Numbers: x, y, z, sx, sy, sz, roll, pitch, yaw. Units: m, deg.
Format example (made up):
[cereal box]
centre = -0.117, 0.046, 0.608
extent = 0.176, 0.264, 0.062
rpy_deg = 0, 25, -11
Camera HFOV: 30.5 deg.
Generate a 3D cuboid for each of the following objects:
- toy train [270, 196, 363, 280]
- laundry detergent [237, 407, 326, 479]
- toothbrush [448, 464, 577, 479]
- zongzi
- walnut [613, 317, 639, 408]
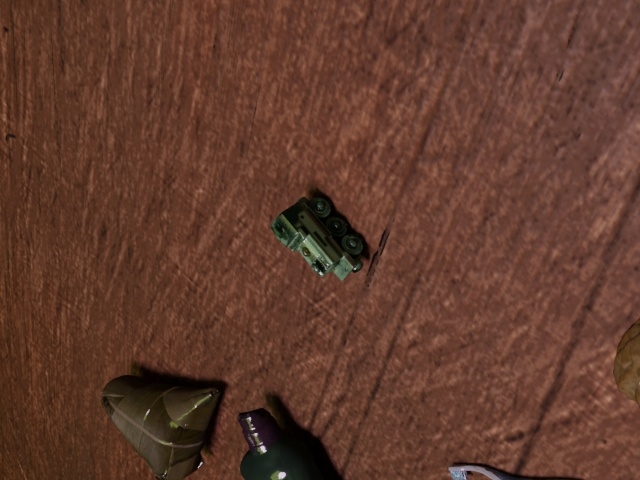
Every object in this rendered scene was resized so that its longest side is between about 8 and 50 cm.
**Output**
[toy train]
centre = 0.000, 0.000, 1.031
extent = 0.083, 0.053, 0.033
rpy_deg = 50, 146, 9
[laundry detergent]
centre = -0.036, 0.280, 1.298
extent = 0.144, 0.078, 0.221
rpy_deg = -13, 109, 59
[toothbrush]
centre = 0.170, 0.210, 1.041
extent = 0.162, 0.014, 0.017
rpy_deg = -10, 97, 54
[zongzi]
centre = -0.195, 0.190, 1.426
extent = 0.160, 0.078, 0.176
rpy_deg = 39, 133, 22
[walnut]
centre = 0.242, 0.081, 0.785
extent = 0.079, 0.082, 0.096
rpy_deg = 27, 145, -8
